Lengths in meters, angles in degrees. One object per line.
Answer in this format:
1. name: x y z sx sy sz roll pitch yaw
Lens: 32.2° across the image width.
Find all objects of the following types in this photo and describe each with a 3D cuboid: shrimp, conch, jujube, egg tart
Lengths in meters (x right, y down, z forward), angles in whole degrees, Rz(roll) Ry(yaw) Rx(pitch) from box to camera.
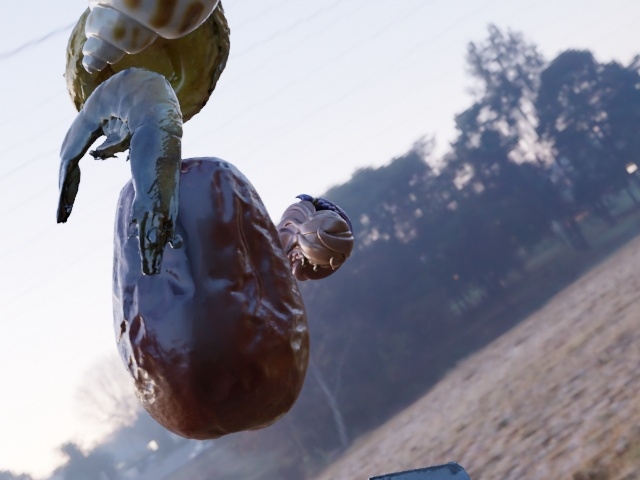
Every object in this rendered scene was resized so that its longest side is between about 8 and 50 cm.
1. shrimp: -0.190 -0.060 1.046 0.150 0.217 0.051 -18 -25 23
2. conch: -0.194 -0.320 1.261 0.149 0.274 0.183 0 -18 33
3. jujube: -0.132 0.068 1.265 0.223 0.317 0.223 -12 -3 -1
4. egg tart: -0.271 -0.292 1.704 0.288 0.118 0.288 -19 -55 -29

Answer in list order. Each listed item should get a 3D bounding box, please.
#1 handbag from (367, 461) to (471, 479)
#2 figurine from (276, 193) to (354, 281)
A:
1. handbag: 0.164 0.435 1.578 0.179 0.229 0.062 -4 -44 -25
2. figurine: -0.010 0.000 1.553 0.114 0.126 0.157 -4 10 1
